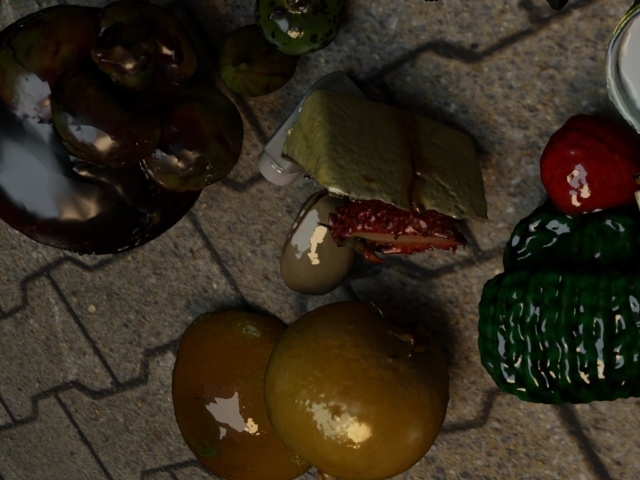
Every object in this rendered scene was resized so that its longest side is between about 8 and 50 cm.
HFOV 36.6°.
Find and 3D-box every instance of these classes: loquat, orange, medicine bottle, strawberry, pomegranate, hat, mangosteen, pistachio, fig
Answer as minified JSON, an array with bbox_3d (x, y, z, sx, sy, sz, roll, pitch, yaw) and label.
[{"bbox_3d":[0.063,0.214,1.413,0.275,0.275,0.275,20,127,29],"label":"loquat"},{"bbox_3d":[-0.136,0.284,1.694,0.262,0.196,0.335,-4,100,27],"label":"orange"},{"bbox_3d":[-0.019,-0.151,1.360,0.069,0.119,0.183,45,136,2],"label":"medicine bottle"},{"bbox_3d":[0.119,-0.023,1.337,0.208,0.167,0.087,-2,75,34],"label":"strawberry"},{"bbox_3d":[-0.027,-0.307,1.259,0.122,0.122,0.161,47,175,5],"label":"pomegranate"},{"bbox_3d":[0.318,0.018,1.156,0.274,0.242,0.332,-5,92,3],"label":"hat"},{"bbox_3d":[-0.314,-0.176,1.425,0.421,0.381,0.381,-27,97,32],"label":"mangosteen"},{"bbox_3d":[0.000,0.000,1.442,0.108,0.126,0.185,54,135,45],"label":"pistachio"},{"bbox_3d":[-0.092,-0.247,1.333,0.109,0.155,0.103,-38,96,10],"label":"fig"}]

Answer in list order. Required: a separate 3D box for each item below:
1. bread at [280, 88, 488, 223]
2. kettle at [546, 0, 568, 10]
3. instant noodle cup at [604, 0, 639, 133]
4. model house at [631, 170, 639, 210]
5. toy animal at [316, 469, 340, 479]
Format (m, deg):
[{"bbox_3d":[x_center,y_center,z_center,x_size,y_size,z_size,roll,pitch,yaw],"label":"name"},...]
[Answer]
[{"bbox_3d":[0.077,-0.069,1.226,0.240,0.178,0.135,13,136,-18],"label":"bread"},{"bbox_3d":[0.167,-0.409,1.039,0.308,0.262,0.203,21,162,24],"label":"kettle"},{"bbox_3d":[0.389,-0.197,0.985,0.205,0.153,0.205,19,125,29],"label":"instant noodle cup"},{"bbox_3d":[0.432,0.002,0.982,0.178,0.271,0.206,-18,96,33],"label":"model house"},{"bbox_3d":[0.026,0.415,1.719,0.081,0.060,0.083,19,118,31],"label":"toy animal"}]
